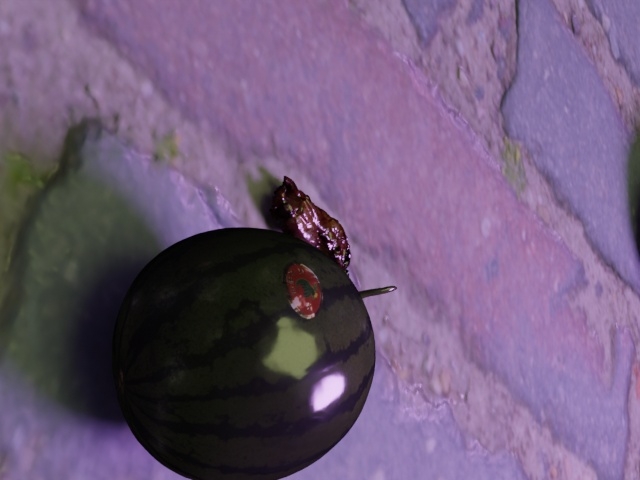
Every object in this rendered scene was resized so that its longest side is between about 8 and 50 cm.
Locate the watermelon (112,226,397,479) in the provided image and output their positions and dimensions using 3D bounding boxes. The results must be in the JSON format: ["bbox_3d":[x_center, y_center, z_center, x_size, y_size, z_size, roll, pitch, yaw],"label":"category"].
[{"bbox_3d":[-0.021,0.042,0.448,0.133,0.105,0.105,-21,100,-33],"label":"watermelon"}]

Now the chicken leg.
[{"bbox_3d":[0.000,-0.002,0.565,0.083,0.021,0.036,55,34,-38],"label":"chicken leg"}]
